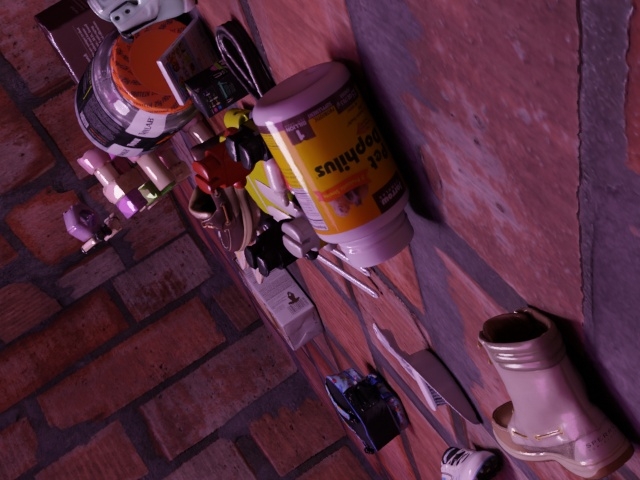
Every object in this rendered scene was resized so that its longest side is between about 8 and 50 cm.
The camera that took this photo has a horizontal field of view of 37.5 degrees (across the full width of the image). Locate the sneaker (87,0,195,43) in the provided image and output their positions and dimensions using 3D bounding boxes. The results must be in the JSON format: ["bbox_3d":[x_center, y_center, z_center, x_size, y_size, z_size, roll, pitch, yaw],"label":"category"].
[{"bbox_3d":[-0.274,-0.391,1.383,0.094,0.151,0.256,55,169,21],"label":"sneaker"}]

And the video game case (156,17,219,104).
[{"bbox_3d":[-0.213,-0.291,1.533,0.011,0.122,0.087,4,136,32],"label":"video game case"}]

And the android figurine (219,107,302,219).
[{"bbox_3d":[-0.094,-0.118,1.643,0.248,0.056,0.273,59,167,-20],"label":"android figurine"}]

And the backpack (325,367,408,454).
[{"bbox_3d":[0.092,0.350,2.046,0.173,0.117,0.158,45,165,46],"label":"backpack"}]

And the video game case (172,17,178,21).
[{"bbox_3d":[-0.301,-0.433,1.755,0.157,0.019,0.143,49,168,37],"label":"video game case"}]

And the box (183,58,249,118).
[{"bbox_3d":[-0.166,-0.245,1.512,0.062,0.083,0.052,45,165,51],"label":"box"}]

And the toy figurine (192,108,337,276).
[{"bbox_3d":[-0.043,-0.076,1.246,0.213,0.148,0.209,57,152,-2],"label":"toy figurine"}]

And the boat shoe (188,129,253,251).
[{"bbox_3d":[-0.218,-0.086,1.962,0.123,0.123,0.342,60,161,30],"label":"boat shoe"}]

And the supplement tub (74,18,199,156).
[{"bbox_3d":[-0.326,-0.279,1.724,0.207,0.207,0.338,58,159,-8],"label":"supplement tub"}]

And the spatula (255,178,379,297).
[{"bbox_3d":[0.000,0.000,1.531,0.242,0.019,0.168,32,157,26],"label":"spatula"}]

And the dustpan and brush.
[{"bbox_3d":[0.151,0.199,1.454,0.211,0.060,0.147,60,170,-17],"label":"dustpan and brush"}]

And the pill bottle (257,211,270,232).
[{"bbox_3d":[-0.125,-0.025,2.120,0.043,0.043,0.083,50,169,32],"label":"pill bottle"}]

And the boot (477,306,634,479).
[{"bbox_3d":[0.212,0.148,0.969,0.165,0.077,0.213,58,165,-8],"label":"boot"}]

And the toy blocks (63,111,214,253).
[{"bbox_3d":[-0.437,-0.193,2.062,0.260,0.309,0.288,51,-149,-5],"label":"toy blocks"}]

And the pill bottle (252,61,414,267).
[{"bbox_3d":[0.022,-0.079,1.042,0.215,0.117,0.117,60,169,-22],"label":"pill bottle"}]

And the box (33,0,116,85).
[{"bbox_3d":[-0.454,-0.430,1.965,0.168,0.203,0.167,44,164,54],"label":"box"}]

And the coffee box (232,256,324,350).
[{"bbox_3d":[-0.106,0.137,2.374,0.246,0.098,0.141,50,168,33],"label":"coffee box"}]

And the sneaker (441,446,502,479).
[{"bbox_3d":[0.234,0.371,1.526,0.086,0.085,0.237,43,166,14],"label":"sneaker"}]

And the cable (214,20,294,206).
[{"bbox_3d":[-0.079,-0.173,1.363,0.139,0.072,0.287,29,151,58],"label":"cable"}]

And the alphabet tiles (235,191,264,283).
[{"bbox_3d":[-0.181,-0.050,2.127,0.284,0.021,0.278,108,141,-61],"label":"alphabet tiles"}]
